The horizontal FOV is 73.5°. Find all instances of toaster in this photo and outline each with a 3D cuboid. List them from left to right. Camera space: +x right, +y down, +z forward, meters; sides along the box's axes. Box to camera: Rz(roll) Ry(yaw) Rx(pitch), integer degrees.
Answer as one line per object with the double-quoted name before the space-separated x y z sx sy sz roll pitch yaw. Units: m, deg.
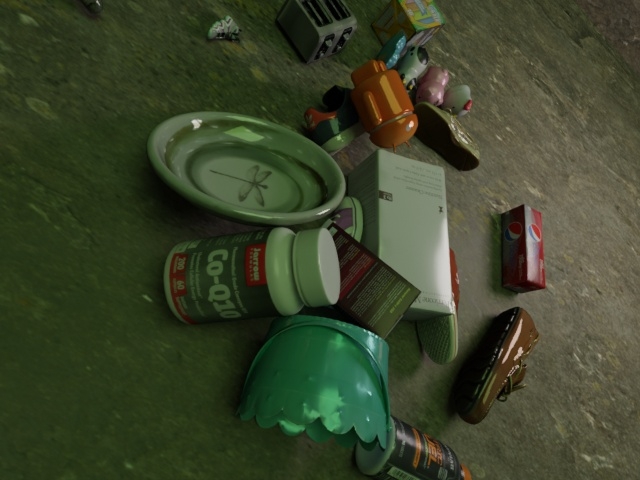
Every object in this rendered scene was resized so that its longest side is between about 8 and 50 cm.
"toaster" -0.012 -0.607 1.184 0.168 0.110 0.185 -36 92 -34

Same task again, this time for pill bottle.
"pill bottle" -0.118 0.062 0.778 0.161 0.284 0.161 -8 90 -75
"pill bottle" 0.206 0.479 0.920 0.246 0.130 0.130 33 60 -16

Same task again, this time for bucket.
"bucket" -0.002 0.268 0.803 0.281 0.281 0.182 24 59 -20

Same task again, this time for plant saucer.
"plant saucer" -0.151 -0.135 0.894 0.401 0.100 0.400 14 36 -11

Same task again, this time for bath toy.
"bath toy" 0.334 -0.480 1.321 0.349 0.151 0.129 25 24 -24

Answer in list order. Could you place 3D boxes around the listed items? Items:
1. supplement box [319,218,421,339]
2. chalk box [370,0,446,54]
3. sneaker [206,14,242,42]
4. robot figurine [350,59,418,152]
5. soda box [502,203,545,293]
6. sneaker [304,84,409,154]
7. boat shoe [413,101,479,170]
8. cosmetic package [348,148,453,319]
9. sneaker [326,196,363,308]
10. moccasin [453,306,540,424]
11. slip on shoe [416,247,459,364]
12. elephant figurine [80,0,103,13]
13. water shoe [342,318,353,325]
"supplement box" 0.066 0.082 0.873 0.239 0.073 0.130 40 75 12
"chalk box" 0.297 -0.699 1.377 0.213 0.132 0.132 -33 91 -34
"sneaker" -0.232 -0.516 1.072 0.069 0.038 0.098 40 59 -11
"robot figurine" 0.155 -0.319 1.033 0.128 0.158 0.219 -25 93 -3
"soda box" 0.630 0.026 1.335 0.084 0.092 0.263 21 64 -23
"sneaker" 0.100 -0.363 1.149 0.350 0.131 0.148 -39 98 -33
"boat shoe" 0.388 -0.331 1.326 0.285 0.105 0.089 39 54 -24
"cosmetic package" 0.189 -0.004 1.060 0.218 0.156 0.384 9 68 -25
"sneaker" 0.000 0.000 0.990 0.161 0.102 0.281 23 64 -18
"moccasin" 0.475 0.337 1.126 0.147 0.139 0.380 49 47 4
"slip on shoe" 0.314 0.150 1.107 0.102 0.123 0.330 15 62 -29
"elephant figurine" -0.528 -0.636 0.901 0.240 0.186 0.169 31 17 -28
"water shoe" 0.102 0.273 0.966 0.080 0.073 0.202 2 73 -31
